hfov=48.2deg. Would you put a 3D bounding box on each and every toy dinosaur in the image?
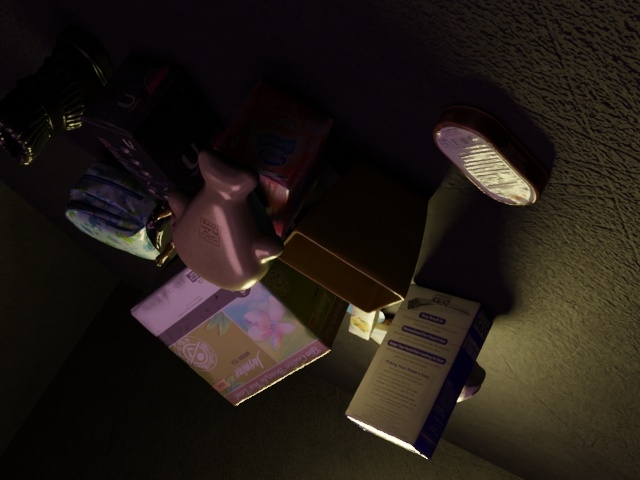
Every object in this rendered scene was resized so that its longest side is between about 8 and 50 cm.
[{"bbox_3d":[-0.292,-0.043,1.743,0.200,0.296,0.127,-10,109,16],"label":"toy dinosaur"}]

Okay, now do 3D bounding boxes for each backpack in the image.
[{"bbox_3d":[-0.529,-0.083,2.000,0.355,0.273,0.290,39,172,16],"label":"backpack"}]

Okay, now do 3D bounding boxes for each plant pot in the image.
[{"bbox_3d":[0.069,-0.015,1.263,0.212,0.187,0.212,32,163,-5],"label":"plant pot"}]

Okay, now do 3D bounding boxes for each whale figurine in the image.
[{"bbox_3d":[-0.144,-0.044,1.177,0.216,0.141,0.272,26,137,15],"label":"whale figurine"}]

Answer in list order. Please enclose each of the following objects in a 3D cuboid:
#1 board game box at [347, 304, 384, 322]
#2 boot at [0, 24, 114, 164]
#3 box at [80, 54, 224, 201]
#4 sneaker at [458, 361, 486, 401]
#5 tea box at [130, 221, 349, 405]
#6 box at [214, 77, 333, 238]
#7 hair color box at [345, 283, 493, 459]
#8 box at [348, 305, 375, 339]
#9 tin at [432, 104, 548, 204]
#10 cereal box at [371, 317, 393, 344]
[{"bbox_3d":[0.104,0.169,1.965,0.168,0.033,0.133,33,155,-14],"label":"board game box"},{"bbox_3d":[-0.529,-0.247,1.467,0.131,0.260,0.348,27,162,12],"label":"boot"},{"bbox_3d":[-0.301,-0.199,1.389,0.143,0.165,0.270,21,160,29],"label":"box"},{"bbox_3d":[0.286,0.273,1.687,0.152,0.114,0.305,45,-173,-16],"label":"sneaker"},{"bbox_3d":[-0.160,0.126,1.537,0.323,0.220,0.329,44,126,-13],"label":"tea box"},{"bbox_3d":[-0.088,-0.127,1.268,0.142,0.154,0.300,29,163,3],"label":"box"},{"bbox_3d":[0.219,0.278,1.566,0.185,0.339,0.110,15,159,39],"label":"hair color box"},{"bbox_3d":[0.119,0.166,1.822,0.063,0.067,0.324,24,155,10],"label":"box"},{"bbox_3d":[0.233,-0.113,0.987,0.189,0.040,0.106,38,165,-24],"label":"tin"},{"bbox_3d":[0.235,0.296,2.071,0.240,0.047,0.173,43,159,-32],"label":"cereal box"}]
